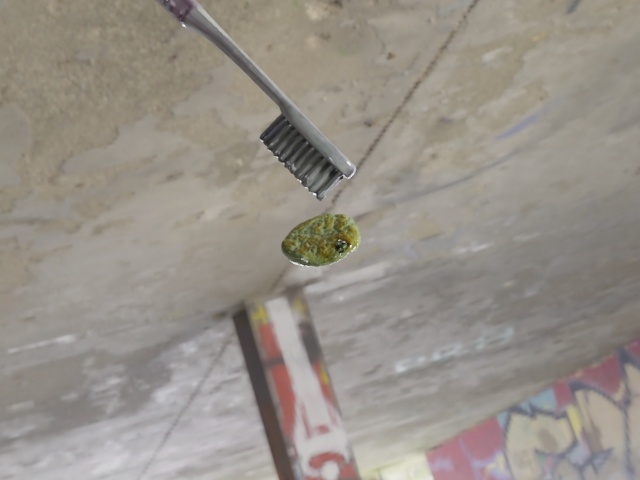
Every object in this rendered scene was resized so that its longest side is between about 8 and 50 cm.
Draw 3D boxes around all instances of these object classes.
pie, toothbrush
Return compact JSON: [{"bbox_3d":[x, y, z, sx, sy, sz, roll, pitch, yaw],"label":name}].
[{"bbox_3d":[0.000,0.000,1.105,0.085,0.085,0.017,-17,125,-3],"label":"pie"},{"bbox_3d":[-0.103,-0.153,0.647,0.029,0.354,0.024,-44,161,3],"label":"toothbrush"}]
